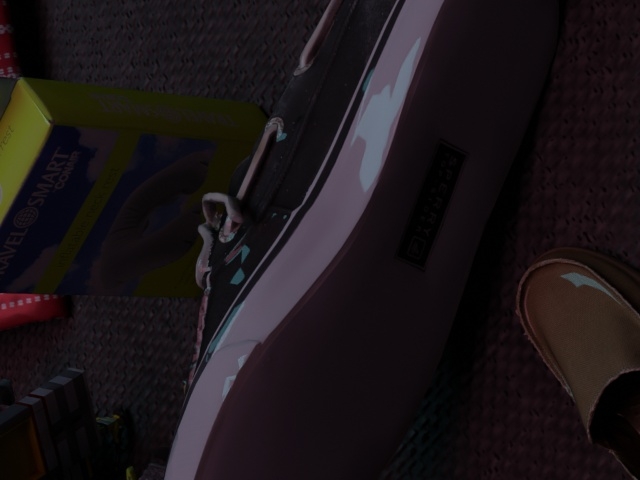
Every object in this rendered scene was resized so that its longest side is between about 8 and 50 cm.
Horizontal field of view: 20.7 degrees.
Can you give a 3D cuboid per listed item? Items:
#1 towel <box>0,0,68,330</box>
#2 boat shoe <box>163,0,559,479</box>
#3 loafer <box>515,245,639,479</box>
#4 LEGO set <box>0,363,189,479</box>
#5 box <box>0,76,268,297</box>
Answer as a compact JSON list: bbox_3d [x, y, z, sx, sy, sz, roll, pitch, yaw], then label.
[{"bbox_3d":[-0.269,-0.067,1.063,0.199,0.031,0.275,-13,84,9],"label":"towel"},{"bbox_3d":[-0.003,-0.002,0.793,0.105,0.113,0.306,20,88,47],"label":"boat shoe"},{"bbox_3d":[0.129,0.056,0.732,0.148,0.050,0.056,49,120,34],"label":"loafer"},{"bbox_3d":[-0.131,0.187,0.928,0.331,0.192,0.255,-2,112,41],"label":"LEGO set"},{"bbox_3d":[-0.111,-0.024,0.880,0.042,0.178,0.109,51,121,33],"label":"box"}]
